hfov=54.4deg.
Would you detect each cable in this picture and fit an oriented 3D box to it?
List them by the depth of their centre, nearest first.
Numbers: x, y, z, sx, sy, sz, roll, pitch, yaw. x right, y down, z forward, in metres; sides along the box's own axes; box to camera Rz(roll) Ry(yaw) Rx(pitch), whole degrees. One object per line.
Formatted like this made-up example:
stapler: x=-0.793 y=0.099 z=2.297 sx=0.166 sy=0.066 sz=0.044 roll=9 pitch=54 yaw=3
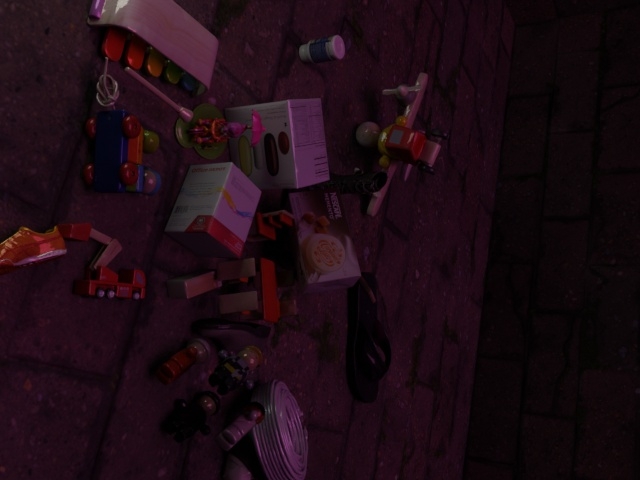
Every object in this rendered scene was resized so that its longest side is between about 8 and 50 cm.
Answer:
cable: x=-0.103 y=0.472 z=1.539 sx=0.257 sy=0.089 sz=0.257 roll=-97 pitch=170 yaw=-60

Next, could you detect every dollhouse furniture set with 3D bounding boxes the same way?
dollhouse furniture set: x=-0.128 y=0.067 z=1.490 sx=0.262 sy=0.135 sz=0.259 roll=28 pitch=55 yaw=-70

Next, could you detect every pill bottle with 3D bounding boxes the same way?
pill bottle: x=0.003 y=-0.537 z=1.760 sx=0.067 sy=0.120 sz=0.067 roll=-1 pitch=91 yaw=-58

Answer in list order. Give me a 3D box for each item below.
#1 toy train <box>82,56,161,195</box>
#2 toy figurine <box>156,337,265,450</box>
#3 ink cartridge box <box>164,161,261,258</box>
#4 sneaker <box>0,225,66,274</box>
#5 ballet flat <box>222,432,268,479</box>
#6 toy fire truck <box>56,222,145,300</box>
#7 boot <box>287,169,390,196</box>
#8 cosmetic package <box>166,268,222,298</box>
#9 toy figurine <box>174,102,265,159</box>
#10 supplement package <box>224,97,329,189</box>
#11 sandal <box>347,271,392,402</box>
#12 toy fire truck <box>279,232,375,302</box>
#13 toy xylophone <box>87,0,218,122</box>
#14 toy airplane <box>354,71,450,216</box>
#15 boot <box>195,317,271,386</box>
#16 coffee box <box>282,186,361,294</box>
toy train: x=-0.365 y=-0.209 z=1.200 sx=0.143 sy=0.105 sz=0.248 roll=9 pitch=83 yaw=-68
toy figurine: x=-0.223 y=0.322 z=1.327 sx=0.148 sy=0.210 sz=0.213 roll=-32 pitch=118 yaw=-60
ink cartridge box: x=-0.233 y=-0.066 z=1.378 sx=0.127 sy=0.128 sz=0.176 roll=45 pitch=54 yaw=-49
sneaker: x=-0.504 y=0.016 z=1.024 sx=0.175 sy=0.064 sz=0.067 roll=-23 pitch=90 yaw=-61
ballet flat: x=-0.176 y=0.579 z=1.522 sx=0.096 sy=0.095 sz=0.280 roll=-41 pitch=125 yaw=-36
toy fire truck: x=-0.409 y=0.043 z=1.174 sx=0.192 sy=0.047 sz=0.135 roll=14 pitch=77 yaw=-58
boot: x=0.053 y=-0.152 z=1.744 sx=0.263 sy=0.229 sz=0.091 roll=-38 pitch=122 yaw=-52
cosmetic package: x=-0.278 y=0.095 z=1.375 sx=0.115 sy=0.060 sz=0.041 roll=-19 pitch=105 yaw=-55
toy figurine: x=-0.208 y=-0.249 z=1.388 sx=0.173 sy=0.159 sz=0.130 roll=-15 pitch=103 yaw=-57
supplement package: x=-0.105 y=-0.233 z=1.521 sx=0.149 sy=0.194 sz=0.203 roll=-23 pitch=109 yaw=-55
sandal: x=0.167 y=0.328 z=2.051 sx=0.168 sy=0.107 sz=0.445 roll=-13 pitch=102 yaw=-57
toy fire truck: x=0.036 y=0.071 z=1.703 sx=0.217 sy=0.246 sz=0.158 roll=47 pitch=52 yaw=-48
toy xylophone: x=-0.326 y=-0.388 z=1.268 sx=0.323 sy=0.081 sz=0.236 roll=41 pitch=57 yaw=-51
toy airplane: x=0.248 y=-0.322 z=2.076 sx=0.384 sy=0.273 sz=0.386 roll=113 pitch=-4 yaw=-50
boot: x=-0.208 y=0.273 z=1.478 sx=0.246 sy=0.083 sz=0.161 roll=20 pitch=79 yaw=-55
coffee box: x=0.000 y=0.000 z=1.588 sx=0.098 sy=0.141 sz=0.246 roll=118 pitch=-38 yaw=-65
